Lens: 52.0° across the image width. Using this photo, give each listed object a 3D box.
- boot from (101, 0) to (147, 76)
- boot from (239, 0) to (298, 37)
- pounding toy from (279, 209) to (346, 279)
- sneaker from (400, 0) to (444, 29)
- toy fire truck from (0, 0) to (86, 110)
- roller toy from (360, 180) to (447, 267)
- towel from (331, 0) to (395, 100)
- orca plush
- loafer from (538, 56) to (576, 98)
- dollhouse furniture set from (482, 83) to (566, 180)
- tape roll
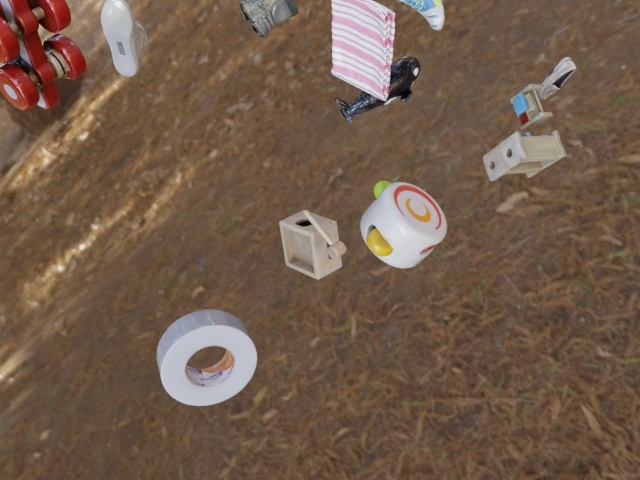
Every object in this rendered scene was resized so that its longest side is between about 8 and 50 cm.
[{"bbox_3d":[-0.572,-0.621,1.934,0.258,0.095,0.123,101,180,-51],"label":"boot"},{"bbox_3d":[-0.184,-0.767,2.034,0.161,0.247,0.083,-33,33,-5],"label":"boot"},{"bbox_3d":[0.003,-0.007,1.588,0.094,0.181,0.206,-27,32,-34],"label":"pounding toy"},{"bbox_3d":[0.258,-0.674,1.827,0.126,0.091,0.240,-15,67,-1],"label":"sneaker"},{"bbox_3d":[-0.658,-0.432,1.381,0.253,0.302,0.169,31,58,18],"label":"toy fire truck"},{"bbox_3d":[0.203,-0.032,1.634,0.146,0.191,0.209,-51,27,39],"label":"roller toy"},{"bbox_3d":[0.075,-0.376,1.269,0.144,0.197,0.029,34,56,28],"label":"towel"},{"bbox_3d":[0.175,-0.476,1.946,0.287,0.102,0.151,-22,65,-3],"label":"orca plush"},{"bbox_3d":[0.593,-0.399,1.648,0.039,0.045,0.125,64,147,29],"label":"loafer"},{"bbox_3d":[0.453,-0.249,1.526,0.129,0.129,0.184,-40,60,59],"label":"dollhouse furniture set"},{"bbox_3d":[-0.259,0.267,1.496,0.219,0.219,0.072,-46,34,5],"label":"tape roll"}]
